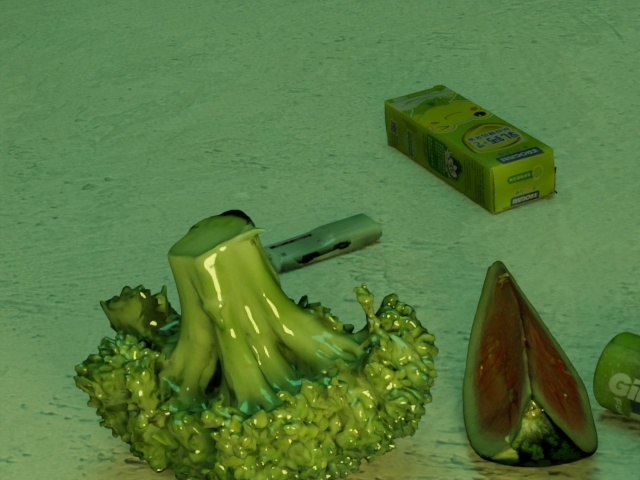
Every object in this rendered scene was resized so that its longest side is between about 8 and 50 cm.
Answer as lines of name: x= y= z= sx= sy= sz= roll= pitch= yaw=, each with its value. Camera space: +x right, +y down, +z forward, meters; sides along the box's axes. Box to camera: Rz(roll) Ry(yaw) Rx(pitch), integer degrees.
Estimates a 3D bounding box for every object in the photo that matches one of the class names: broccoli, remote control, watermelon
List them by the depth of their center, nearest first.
broccoli: x=-0.079 y=0.141 z=1.780 sx=0.277 sy=0.317 sz=0.338 roll=-42 pitch=5 yaw=-33
watermelon: x=0.210 y=0.170 z=1.823 sx=0.128 sy=0.159 sz=0.303 roll=-30 pitch=25 yaw=15
remote control: x=0.000 y=0.000 z=2.287 sx=0.166 sy=0.029 sz=0.065 roll=-17 pitch=31 yaw=-24

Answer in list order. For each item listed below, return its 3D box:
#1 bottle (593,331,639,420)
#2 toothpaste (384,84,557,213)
bottle: x=0.455 y=0.188 z=1.777 sx=0.330 sy=0.093 sz=0.093 roll=19 pitch=35 yaw=38
toothpaste: x=0.219 y=-0.143 z=2.484 sx=0.110 sy=0.077 sz=0.327 roll=-16 pitch=29 yaw=-22
